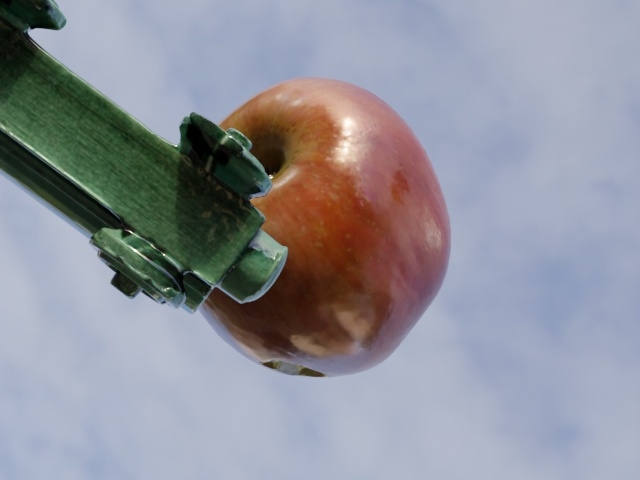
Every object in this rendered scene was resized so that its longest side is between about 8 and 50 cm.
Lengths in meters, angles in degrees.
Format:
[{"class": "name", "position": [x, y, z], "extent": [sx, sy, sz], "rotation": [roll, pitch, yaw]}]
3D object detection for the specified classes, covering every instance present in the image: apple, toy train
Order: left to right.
[{"class": "toy train", "position": [-0.127, -0.051, 0.754], "extent": [0.248, 0.101, 0.159], "rotation": [38, -9, -4]}, {"class": "apple", "position": [0.000, 0.000, 1.223], "extent": [0.242, 0.242, 0.241], "rotation": [0, -35, 38]}]
